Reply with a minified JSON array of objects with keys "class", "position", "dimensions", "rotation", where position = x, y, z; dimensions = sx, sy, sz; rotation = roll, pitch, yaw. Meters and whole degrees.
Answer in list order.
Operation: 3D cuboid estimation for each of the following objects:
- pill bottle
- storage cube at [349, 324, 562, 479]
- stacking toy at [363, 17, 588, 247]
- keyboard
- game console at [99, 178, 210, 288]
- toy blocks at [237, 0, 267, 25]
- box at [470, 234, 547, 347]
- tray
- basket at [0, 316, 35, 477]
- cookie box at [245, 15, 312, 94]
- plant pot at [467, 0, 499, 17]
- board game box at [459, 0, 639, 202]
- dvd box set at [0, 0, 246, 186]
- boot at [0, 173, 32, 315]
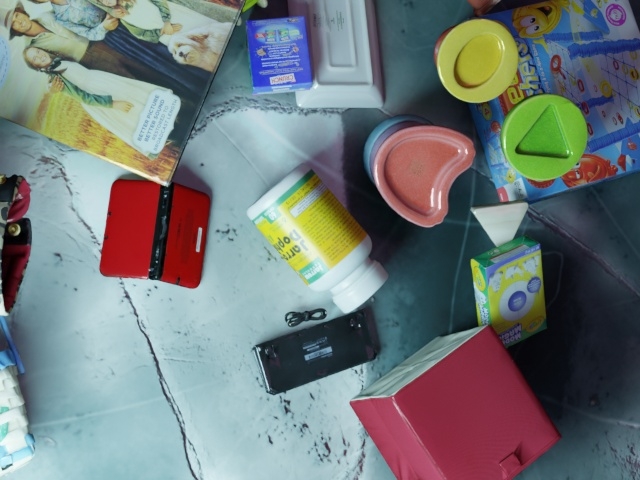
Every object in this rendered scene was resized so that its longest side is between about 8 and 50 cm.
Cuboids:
[{"class":"pill bottle","position":[0.000,0.000,1.575],"dimensions":[0.117,0.117,0.208],"rotation":[-42,95,-20]},{"class":"storage cube","position":[0.187,0.257,1.554],"dimensions":[0.215,0.184,0.193],"rotation":[-32,91,-20]},{"class":"stacking toy","position":[0.230,-0.158,1.652],"dimensions":[0.280,0.130,0.309],"rotation":[32,99,-16]},{"class":"keyboard","position":[-0.011,0.150,1.596],"dimensions":[0.180,0.023,0.108],"rotation":[-17,92,-21]},{"class":"game console","position":[-0.235,-0.009,1.556],"dimensions":[0.124,0.085,0.144],"rotation":[18,73,-46]},{"class":"toy blocks","position":[-0.094,-0.410,1.618],"dimensions":[0.148,0.054,0.123],"rotation":[-38,133,-11]},{"class":"box","position":[0.289,0.092,1.653],"dimensions":[0.105,0.043,0.179],"rotation":[-23,123,-20]},{"class":"tray","position":[0.023,-0.340,1.691],"dimensions":[0.145,0.030,0.270],"rotation":[-3,81,-17]},{"class":"basket","position":[-0.486,0.180,1.341],"dimensions":[0.255,0.201,0.289],"rotation":[-27,85,-21]},{"class":"cookie box","position":[-0.064,-0.278,1.635],"dimensions":[0.092,0.040,0.107],"rotation":[-5,81,-4]},{"class":"plant pot","position":[0.222,-0.523,1.618],"dimensions":[0.265,0.272,0.272],"rotation":[38,71,-7]},{"class":"board game box","position":[0.396,-0.234,1.762],"dimensions":[0.302,0.086,0.308],"rotation":[-17,86,-20]},{"class":"dvd box set","position":[-0.341,-0.293,1.463],"dimensions":[0.420,0.062,0.307],"rotation":[23,94,-7]},{"class":"boot","position":[-0.502,-0.052,1.335],"dimensions":[0.284,0.138,0.377],"rotation":[-1,51,-1]}]
